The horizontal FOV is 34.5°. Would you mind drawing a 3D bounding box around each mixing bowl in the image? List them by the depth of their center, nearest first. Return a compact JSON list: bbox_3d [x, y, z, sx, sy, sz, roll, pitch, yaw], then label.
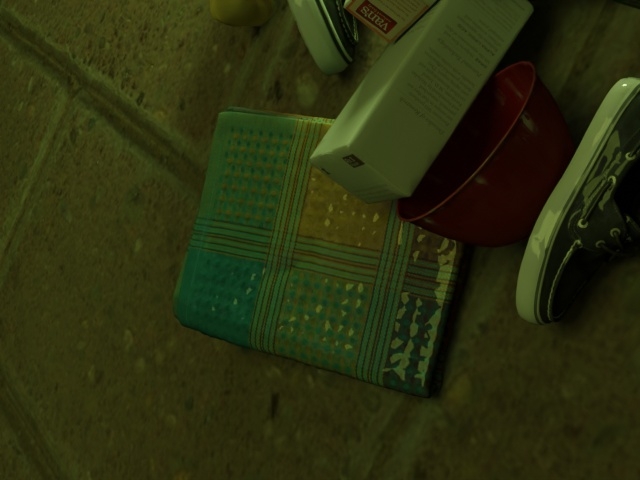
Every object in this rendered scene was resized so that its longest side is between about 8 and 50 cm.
[{"bbox_3d":[0.164,-0.062,0.932,0.181,0.098,0.181,-49,13,16],"label":"mixing bowl"}]

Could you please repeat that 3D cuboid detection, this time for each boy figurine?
[{"bbox_3d":[-0.077,-0.423,1.372,0.177,0.092,0.285,7,83,46],"label":"boy figurine"}]

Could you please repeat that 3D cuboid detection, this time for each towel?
[{"bbox_3d":[0.000,0.000,1.124,0.370,0.040,0.272,12,86,38],"label":"towel"}]

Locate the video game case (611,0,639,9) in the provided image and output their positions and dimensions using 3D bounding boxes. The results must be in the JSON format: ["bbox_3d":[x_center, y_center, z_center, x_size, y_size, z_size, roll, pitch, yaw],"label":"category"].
[{"bbox_3d":[0.322,-0.203,0.736,0.193,0.212,0.023,-17,78,45],"label":"video game case"}]

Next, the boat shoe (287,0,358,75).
[{"bbox_3d":[0.010,-0.366,1.226,0.119,0.121,0.335,-14,79,13],"label":"boat shoe"}]

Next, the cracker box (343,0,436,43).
[{"bbox_3d":[0.126,-0.315,0.976,0.232,0.067,0.156,-40,24,41],"label":"cracker box"}]

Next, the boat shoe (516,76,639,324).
[{"bbox_3d":[0.245,-0.024,0.872,0.076,0.080,0.229,29,92,38],"label":"boat shoe"}]

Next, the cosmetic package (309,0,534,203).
[{"bbox_3d":[0.097,-0.150,0.999,0.231,0.085,0.117,-57,14,-11],"label":"cosmetic package"}]
